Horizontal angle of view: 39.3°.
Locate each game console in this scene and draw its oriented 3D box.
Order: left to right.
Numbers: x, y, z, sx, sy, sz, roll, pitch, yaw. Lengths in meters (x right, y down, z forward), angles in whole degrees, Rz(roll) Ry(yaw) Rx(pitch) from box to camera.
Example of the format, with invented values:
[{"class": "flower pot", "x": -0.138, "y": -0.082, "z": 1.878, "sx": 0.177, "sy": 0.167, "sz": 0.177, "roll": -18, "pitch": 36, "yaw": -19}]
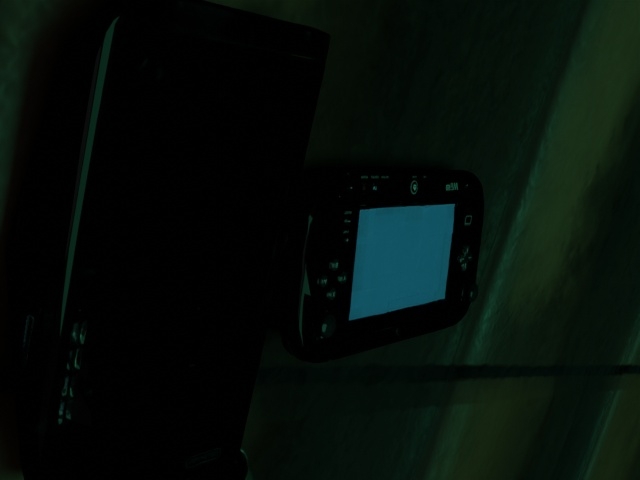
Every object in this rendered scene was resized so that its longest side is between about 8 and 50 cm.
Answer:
[{"class": "game console", "x": 0.000, "y": 0.000, "z": 0.466, "sx": 0.361, "sy": 0.044, "sz": 0.213, "roll": -6, "pitch": 112, "yaw": -54}]

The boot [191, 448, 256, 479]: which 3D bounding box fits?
[{"class": "boot", "x": -0.079, "y": 0.213, "z": 0.457, "sx": 0.198, "sy": 0.076, "sz": 0.137, "roll": -59, "pitch": 143, "yaw": -38}]
